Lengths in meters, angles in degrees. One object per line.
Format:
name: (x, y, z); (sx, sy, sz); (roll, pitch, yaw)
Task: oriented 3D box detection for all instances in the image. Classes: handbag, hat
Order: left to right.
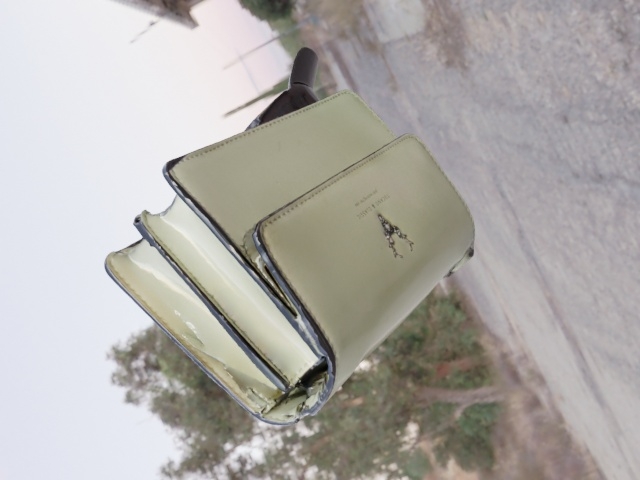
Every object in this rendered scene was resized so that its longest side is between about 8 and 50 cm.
hat: (-0.024, -0.164, 1.507); (0.209, 0.336, 0.238); (30, 147, -1)
handbag: (0.000, 0.000, 0.860); (0.237, 0.160, 0.358); (47, -145, 6)
